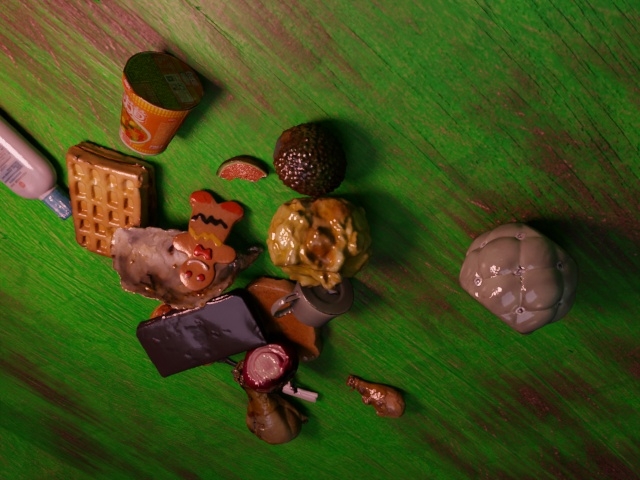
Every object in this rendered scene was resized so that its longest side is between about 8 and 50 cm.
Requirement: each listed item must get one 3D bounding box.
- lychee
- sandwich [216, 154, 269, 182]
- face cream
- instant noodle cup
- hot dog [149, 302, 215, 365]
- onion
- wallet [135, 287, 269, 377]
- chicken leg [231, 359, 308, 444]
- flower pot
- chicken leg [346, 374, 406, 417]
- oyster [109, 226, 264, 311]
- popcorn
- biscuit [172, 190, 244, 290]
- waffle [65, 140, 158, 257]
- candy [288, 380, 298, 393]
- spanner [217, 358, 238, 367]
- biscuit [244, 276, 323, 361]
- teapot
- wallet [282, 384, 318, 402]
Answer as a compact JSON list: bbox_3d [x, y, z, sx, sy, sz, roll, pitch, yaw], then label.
[{"bbox_3d":[-0.017,-0.171,1.127,0.171,0.171,0.171,8,131,10],"label":"lychee"},{"bbox_3d":[-0.189,-0.173,1.254,0.135,0.029,0.067,1,134,15],"label":"sandwich"},{"bbox_3d":[-0.792,-0.191,1.385,0.163,0.080,0.337,-27,117,32],"label":"face cream"},{"bbox_3d":[-0.365,-0.286,1.139,0.168,0.168,0.185,32,138,-11],"label":"instant noodle cup"},{"bbox_3d":[-0.407,0.280,1.629,0.256,0.150,0.153,32,141,-11],"label":"hot dog"},{"bbox_3d":[-0.161,0.358,1.551,0.198,0.173,0.135,50,158,33],"label":"onion"},{"bbox_3d":[-0.349,0.271,1.502,0.377,0.051,0.197,-21,108,12],"label":"wallet"},{"bbox_3d":[-0.189,0.551,1.779,0.201,0.153,0.430,-10,125,17],"label":"chicken leg"},{"bbox_3d":[0.435,0.077,1.140,0.246,0.246,0.195,36,98,-14],"label":"flower pot"},{"bbox_3d":[0.176,0.501,1.681,0.207,0.085,0.101,25,143,6],"label":"chicken leg"},{"bbox_3d":[-0.355,0.083,1.364,0.395,0.205,0.111,9,170,-10],"label":"oyster"},{"bbox_3d":[-0.003,0.008,1.211,0.249,0.226,0.249,7,166,2],"label":"popcorn"},{"bbox_3d":[-0.287,0.006,1.313,0.165,0.250,0.036,18,172,-4],"label":"biscuit"},{"bbox_3d":[-0.549,-0.091,1.390,0.224,0.098,0.328,16,130,2],"label":"waffle"},{"bbox_3d":[-0.145,0.429,1.712,0.051,0.094,0.226,-31,123,14],"label":"candy"},{"bbox_3d":[-0.255,0.450,1.803,0.254,0.015,0.054,26,132,-6],"label":"spanner"},{"bbox_3d":[-0.142,0.241,1.567,0.287,0.057,0.344,-2,128,19],"label":"biscuit"},{"bbox_3d":[-0.023,0.162,1.393,0.239,0.163,0.149,-7,150,-35],"label":"teapot"},{"bbox_3d":[-0.070,0.527,1.800,0.122,0.025,0.061,18,143,2],"label":"wallet"}]
